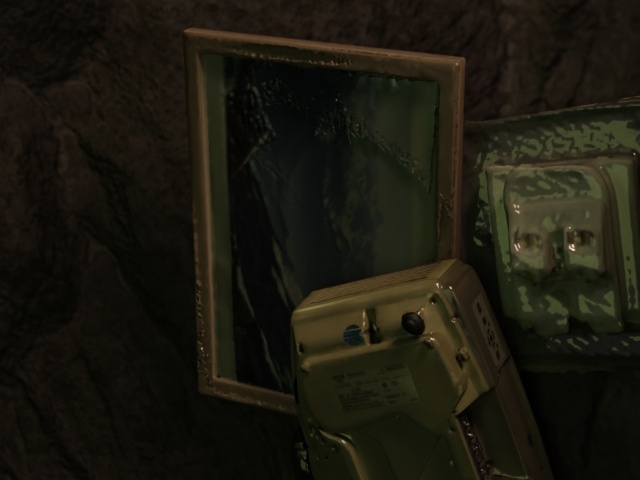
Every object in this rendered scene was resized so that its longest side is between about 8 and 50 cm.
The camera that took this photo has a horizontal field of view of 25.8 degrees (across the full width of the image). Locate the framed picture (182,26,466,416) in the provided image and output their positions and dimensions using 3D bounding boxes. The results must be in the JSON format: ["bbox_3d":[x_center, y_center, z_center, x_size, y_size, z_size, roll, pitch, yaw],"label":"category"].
[{"bbox_3d":[0.000,0.000,1.151,0.247,0.022,0.335,11,114,25],"label":"framed picture"}]

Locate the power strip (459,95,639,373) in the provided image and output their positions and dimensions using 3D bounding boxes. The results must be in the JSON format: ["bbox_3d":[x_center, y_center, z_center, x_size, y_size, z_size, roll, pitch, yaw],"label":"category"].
[{"bbox_3d":[0.186,0.004,1.061,0.198,0.064,0.213,-7,97,27],"label":"power strip"}]

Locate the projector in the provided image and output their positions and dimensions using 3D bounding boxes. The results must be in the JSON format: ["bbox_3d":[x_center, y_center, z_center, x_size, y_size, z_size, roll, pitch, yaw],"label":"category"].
[{"bbox_3d":[0.071,0.162,1.113,0.193,0.088,0.269,-14,103,29],"label":"projector"}]
